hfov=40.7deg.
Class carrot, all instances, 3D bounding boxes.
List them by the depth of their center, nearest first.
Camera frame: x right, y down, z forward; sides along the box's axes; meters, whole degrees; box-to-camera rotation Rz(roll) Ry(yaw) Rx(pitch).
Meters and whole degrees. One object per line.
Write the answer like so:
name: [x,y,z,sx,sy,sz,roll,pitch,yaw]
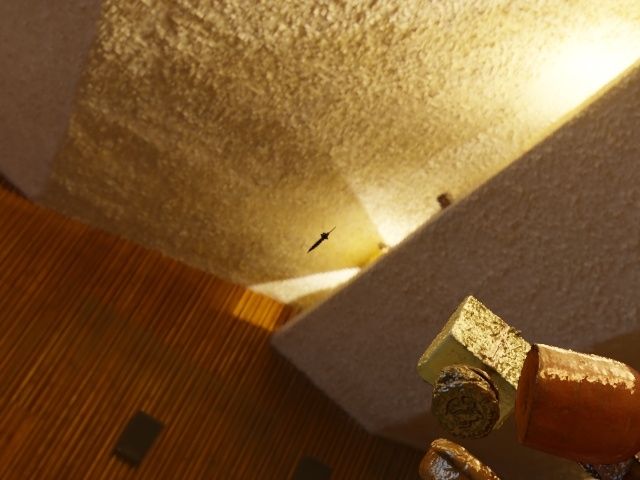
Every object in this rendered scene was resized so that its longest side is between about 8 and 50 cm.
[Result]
carrot: [0.485,0.305,1.558,0.331,0.193,0.214,12,-17,-12]

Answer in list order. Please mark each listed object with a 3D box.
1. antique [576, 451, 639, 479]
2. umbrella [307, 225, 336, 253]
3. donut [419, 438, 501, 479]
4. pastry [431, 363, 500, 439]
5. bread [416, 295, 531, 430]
antique: [0.555,0.415,1.755,0.087,0.093,0.310,30,6,-23]
umbrella: [-0.003,0.002,1.995,0.022,0.022,0.149,47,-40,0]
donut: [0.323,0.536,1.904,0.227,0.113,0.226,38,-6,4]
pastry: [0.206,0.228,1.225,0.097,0.057,0.109,-35,-81,27]
bread: [0.403,0.301,2.152,0.263,0.236,0.198,40,-51,1]
